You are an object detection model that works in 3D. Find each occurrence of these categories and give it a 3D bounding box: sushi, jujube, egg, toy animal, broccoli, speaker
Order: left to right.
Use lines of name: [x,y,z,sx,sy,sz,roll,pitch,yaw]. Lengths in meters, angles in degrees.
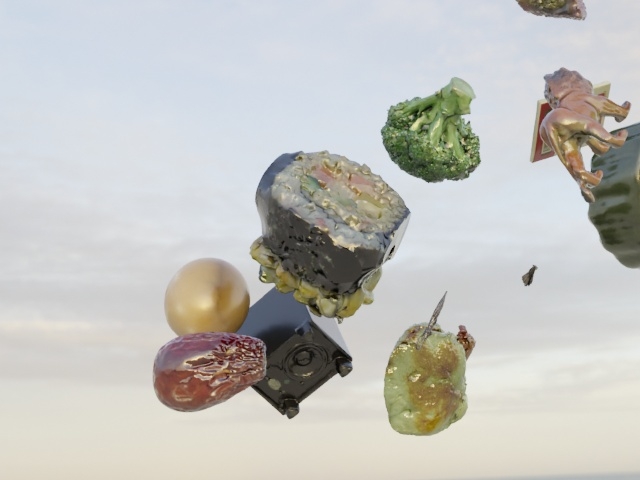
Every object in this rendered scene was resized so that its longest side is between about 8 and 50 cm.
egg: [-0.265,0.146,2.052,0.201,0.201,0.244,-2,14,-1]
jujube: [-0.223,0.264,1.799,0.236,0.168,0.168,-9,-15,-5]
speaker: [-0.073,0.257,2.158,0.232,0.254,0.184,-40,-58,7]
sushi: [0.000,0.000,1.884,0.328,0.328,0.285,30,-55,4]
broccoli: [0.284,-0.272,2.153,0.270,0.270,0.270,7,-49,-30]
sushi: [0.632,-0.686,2.471,0.161,0.241,0.107,-29,-19,35]
toy animal: [0.417,-0.196,1.447,0.157,0.312,0.097,31,-54,5]

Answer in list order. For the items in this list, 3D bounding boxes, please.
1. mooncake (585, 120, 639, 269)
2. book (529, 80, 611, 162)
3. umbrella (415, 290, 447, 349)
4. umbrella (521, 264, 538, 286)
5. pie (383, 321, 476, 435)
mooncake: [0.758,-0.110,2.015,0.351,0.351,0.187,7,-9,-30]
book: [0.608,-0.289,2.149,0.232,0.022,0.162,-19,-52,-26]
umbrella: [0.191,0.137,1.501,0.013,0.122,0.022,9,-35,41]
umbrella: [0.512,0.086,2.157,0.020,0.031,0.083,-13,-34,-15]
pie: [0.253,0.327,2.100,0.257,0.274,0.105,11,-6,-34]
